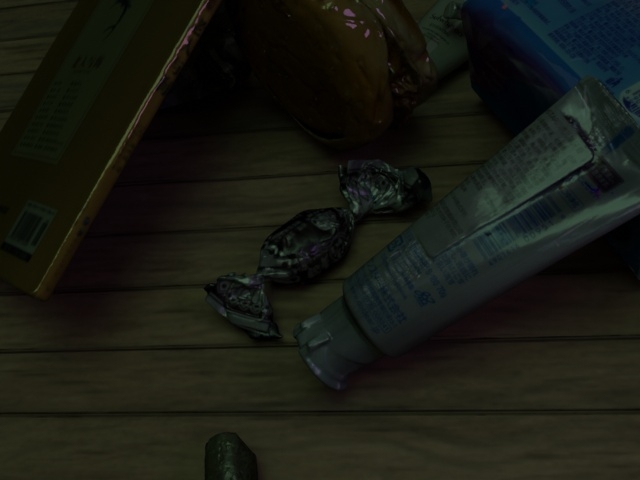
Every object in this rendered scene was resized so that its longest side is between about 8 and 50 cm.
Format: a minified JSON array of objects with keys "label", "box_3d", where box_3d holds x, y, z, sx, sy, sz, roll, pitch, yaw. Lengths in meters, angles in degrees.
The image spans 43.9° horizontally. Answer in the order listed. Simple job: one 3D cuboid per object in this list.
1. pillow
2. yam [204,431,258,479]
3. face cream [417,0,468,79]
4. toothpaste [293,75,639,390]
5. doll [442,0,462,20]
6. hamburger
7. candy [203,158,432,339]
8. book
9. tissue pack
[{"label":"pillow","box_3d":[-0.143,-0.283,0.909,0.161,0.092,0.335,-6,56,10]},{"label":"yam","box_3d":[-0.069,0.196,0.602,0.043,0.043,0.094,-6,54,9]},{"label":"face cream","box_3d":[0.150,-0.230,0.829,0.072,0.051,0.182,39,71,20]},{"label":"toothpaste","box_3d":[0.111,0.007,0.601,0.299,0.073,0.114,-38,57,16]},{"label":"doll","box_3d":[0.234,-0.255,0.801,0.227,0.057,0.114,1,88,-12]},{"label":"hamburger","box_3d":[0.009,-0.185,0.742,0.108,0.214,0.213,-39,57,-18]},{"label":"candy","box_3d":[0.000,0.000,0.712,0.226,0.051,0.094,-38,59,-13]},{"label":"book","box_3d":[-0.225,-0.142,0.766,0.269,0.032,0.389,17,75,47]},{"label":"tissue pack","box_3d":[0.272,-0.129,0.674,0.198,0.146,0.263,-28,55,-5]}]
